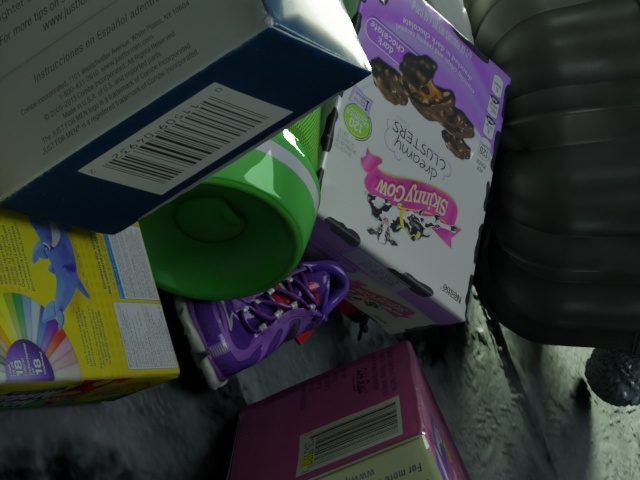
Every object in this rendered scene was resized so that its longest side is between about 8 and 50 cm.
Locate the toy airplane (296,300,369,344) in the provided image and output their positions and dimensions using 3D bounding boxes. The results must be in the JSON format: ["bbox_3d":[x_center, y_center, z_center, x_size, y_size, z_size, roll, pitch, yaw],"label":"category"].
[{"bbox_3d":[0.000,0.000,1.327,0.151,0.028,0.151,42,38,-45],"label":"toy airplane"}]

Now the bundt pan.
[{"bbox_3d":[0.172,-0.071,1.502,0.331,0.124,0.331,176,-90,-85],"label":"bundt pan"}]

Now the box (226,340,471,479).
[{"bbox_3d":[0.048,0.207,1.092,0.213,0.117,0.243,-84,152,-81],"label":"box"}]

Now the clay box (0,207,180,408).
[{"bbox_3d":[-0.160,0.017,0.956,0.222,0.053,0.127,5,66,-62],"label":"clay box"}]

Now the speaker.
[{"bbox_3d":[-0.056,-0.110,1.179,0.131,0.131,0.296,48,33,-40],"label":"speaker"}]

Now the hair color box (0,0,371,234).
[{"bbox_3d":[-0.122,-0.197,0.985,0.105,0.174,0.347,17,48,-60],"label":"hair color box"}]

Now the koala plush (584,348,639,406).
[{"bbox_3d":[0.304,0.025,1.659,0.221,0.203,0.196,39,32,-81],"label":"koala plush"}]

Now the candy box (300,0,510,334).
[{"bbox_3d":[0.041,-0.061,1.303,0.165,0.070,0.196,36,56,-39],"label":"candy box"}]

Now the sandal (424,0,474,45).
[{"bbox_3d":[-0.003,-0.225,1.354,0.169,0.102,0.416,35,-24,42],"label":"sandal"}]

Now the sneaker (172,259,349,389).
[{"bbox_3d":[-0.033,0.038,1.181,0.068,0.071,0.170,67,26,-5],"label":"sneaker"}]
